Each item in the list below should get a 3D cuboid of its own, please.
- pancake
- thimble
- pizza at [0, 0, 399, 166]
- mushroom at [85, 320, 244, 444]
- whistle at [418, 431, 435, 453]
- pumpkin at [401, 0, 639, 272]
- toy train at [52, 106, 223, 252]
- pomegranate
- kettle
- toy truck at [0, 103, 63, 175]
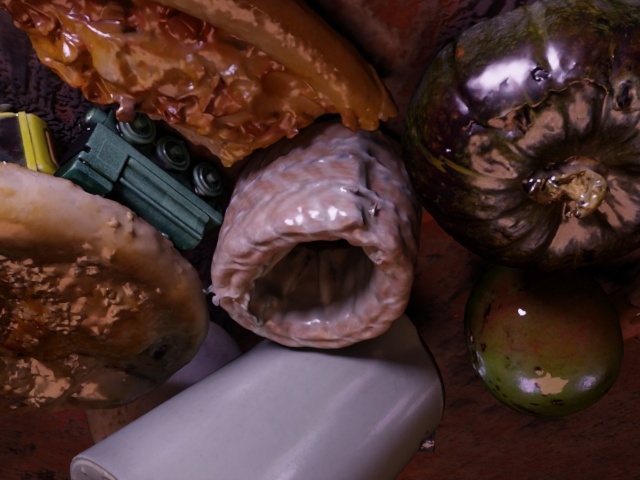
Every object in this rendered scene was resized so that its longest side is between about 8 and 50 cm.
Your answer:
[{"bbox_3d":[-0.296,0.085,0.607,0.387,0.082,0.386,-7,141,-6],"label":"pancake"},{"bbox_3d":[0.002,0.004,0.620,0.196,0.148,0.229,32,137,-28],"label":"thimble"},{"bbox_3d":[-0.114,-0.152,0.503,0.366,0.073,0.182,22,130,-15],"label":"pizza"},{"bbox_3d":[-0.204,0.224,0.897,0.244,0.243,0.243,5,141,4],"label":"mushroom"},{"bbox_3d":[0.046,0.329,1.078,0.305,0.062,0.062,2,141,7],"label":"whistle"},{"bbox_3d":[0.184,-0.072,0.484,0.238,0.159,0.237,7,138,7],"label":"pumpkin"},{"bbox_3d":[-0.170,-0.054,0.607,0.071,0.111,0.170,-21,132,37],"label":"toy train"},{"bbox_3d":[0.272,0.096,0.679,0.224,0.181,0.181,-16,140,-4],"label":"pomegranate"},{"bbox_3d":[-0.056,0.277,0.734,0.250,0.377,0.361,37,135,24],"label":"kettle"},{"bbox_3d":[-0.314,-0.010,0.665,0.157,0.124,0.272,-16,144,-19],"label":"toy truck"}]
